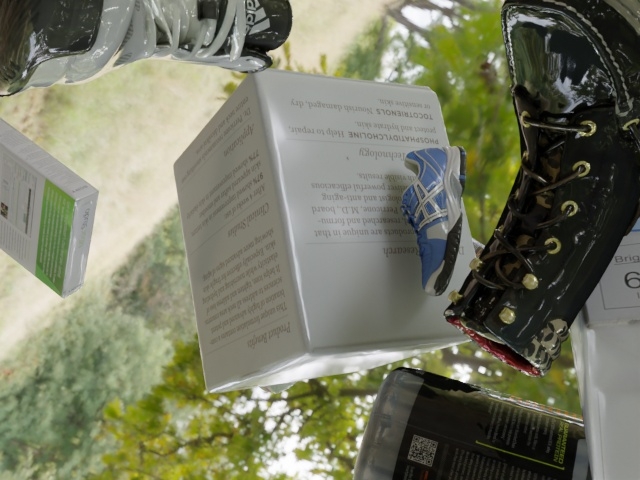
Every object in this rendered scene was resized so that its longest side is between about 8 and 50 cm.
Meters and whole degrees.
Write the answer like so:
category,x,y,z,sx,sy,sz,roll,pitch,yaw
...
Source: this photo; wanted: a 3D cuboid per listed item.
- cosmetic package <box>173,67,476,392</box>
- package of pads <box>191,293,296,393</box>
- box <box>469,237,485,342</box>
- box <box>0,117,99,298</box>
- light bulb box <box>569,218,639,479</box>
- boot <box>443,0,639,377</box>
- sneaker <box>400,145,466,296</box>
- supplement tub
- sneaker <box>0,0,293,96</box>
category,x,y,z,sx,sy,sz,roll,pitch,yaw
cosmetic package,0.000,0.000,1.101,0.329,0.327,0.394,-30,-114,53
package of pads,-0.166,0.200,1.575,0.101,0.296,0.229,-37,178,-14
box,0.307,0.090,1.554,0.231,0.183,0.056,-41,158,-42
box,-0.536,-0.075,1.264,0.058,0.322,0.232,-36,156,-49
light bulb box,0.395,0.014,0.616,0.361,0.358,0.225,-75,154,-51
boot,0.135,-0.026,0.429,0.178,0.085,0.236,-57,140,-8
sneaker,0.145,-0.027,0.941,0.080,0.081,0.211,83,12,-66
supplement tub,0.224,0.295,0.880,0.207,0.338,0.207,14,90,-72
sneaker,-0.120,-0.203,0.536,0.447,0.257,0.169,-141,-128,-61
